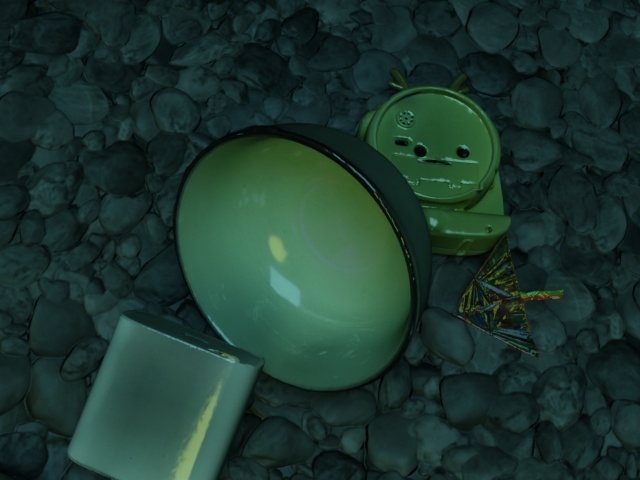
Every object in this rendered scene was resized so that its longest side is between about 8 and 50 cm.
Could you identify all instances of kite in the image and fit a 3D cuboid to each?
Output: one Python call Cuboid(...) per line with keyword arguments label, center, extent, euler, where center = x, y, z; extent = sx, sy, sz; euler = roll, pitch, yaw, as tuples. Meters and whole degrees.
Cuboid(label="kite", center=(0.268, 0.088, 1.108), extent=(0.159, 0.010, 0.190), euler=(-16, 97, 11))

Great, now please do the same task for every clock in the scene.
Cuboid(label="clock", center=(0.163, -0.134, 1.168), extent=(0.235, 0.096, 0.308), euler=(4, 68, -3))

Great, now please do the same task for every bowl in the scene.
Cuboid(label="bowl", center=(0.000, 0.000, 1.009), extent=(0.354, 0.354, 0.185), euler=(39, 38, 10))

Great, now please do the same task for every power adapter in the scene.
Cuboid(label="power adapter", center=(-0.201, 0.235, 0.967), extent=(0.187, 0.124, 0.255), euler=(21, 89, 4))

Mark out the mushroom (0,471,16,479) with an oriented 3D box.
Cuboid(label="mushroom", center=(-0.372, 0.350, 0.921), extent=(0.350, 0.128, 0.128), euler=(19, 69, 3))
